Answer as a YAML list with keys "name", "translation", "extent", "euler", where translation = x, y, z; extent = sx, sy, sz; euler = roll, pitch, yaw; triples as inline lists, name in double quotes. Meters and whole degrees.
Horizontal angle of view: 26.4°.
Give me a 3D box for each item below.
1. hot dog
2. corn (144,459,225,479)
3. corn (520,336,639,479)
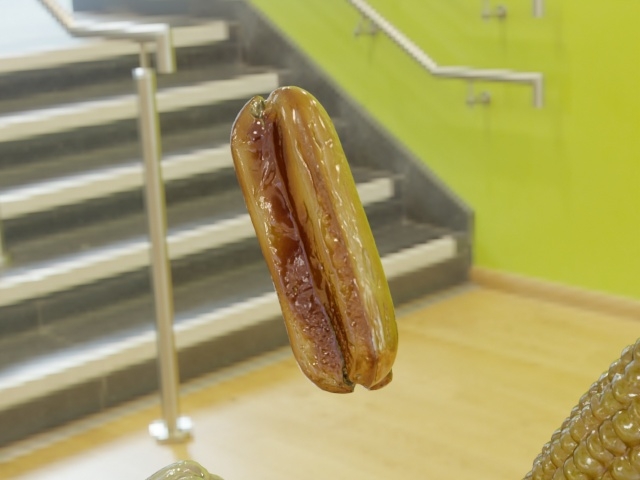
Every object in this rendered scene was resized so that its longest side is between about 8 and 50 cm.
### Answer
- name: "hot dog"
  translation: [0.000, 0.000, 1.069]
  extent: [0.100, 0.249, 0.068]
  euler: [-21, -6, 42]
- name: "corn"
  translation: [-0.156, 0.302, 0.987]
  extent: [0.123, 0.305, 0.122]
  euler: [33, -9, 17]
- name: "corn"
  translation: [0.170, 0.163, 0.791]
  extent: [0.120, 0.363, 0.120]
  euler: [26, 21, -11]
